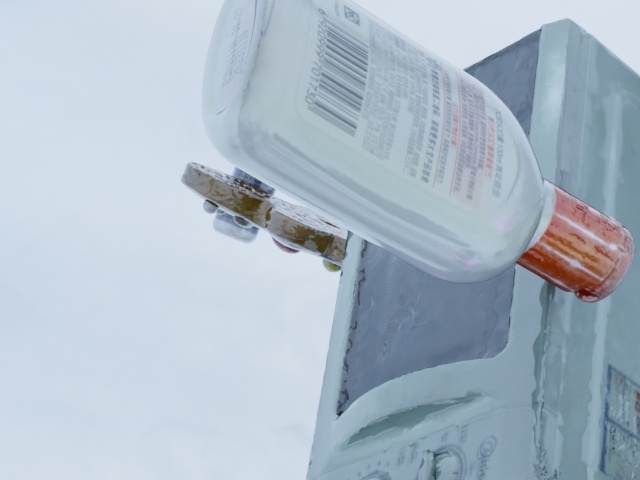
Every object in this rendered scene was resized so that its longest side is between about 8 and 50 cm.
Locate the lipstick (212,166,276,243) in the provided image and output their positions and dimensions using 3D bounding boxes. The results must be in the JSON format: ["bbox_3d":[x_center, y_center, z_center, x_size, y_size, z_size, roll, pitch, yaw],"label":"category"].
[{"bbox_3d":[-0.046,-0.067,1.491,0.040,0.040,0.141,25,87,-40],"label":"lipstick"}]

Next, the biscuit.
[{"bbox_3d":[0.000,0.001,1.222,0.031,0.205,0.138,-65,175,6],"label":"biscuit"}]

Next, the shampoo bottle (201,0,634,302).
[{"bbox_3d":[0.048,-0.035,0.819,0.221,0.051,0.108,29,47,-28],"label":"shampoo bottle"}]

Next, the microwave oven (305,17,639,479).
[{"bbox_3d":[0.123,0.076,0.999,0.237,0.181,0.295,35,48,-31],"label":"microwave oven"}]
